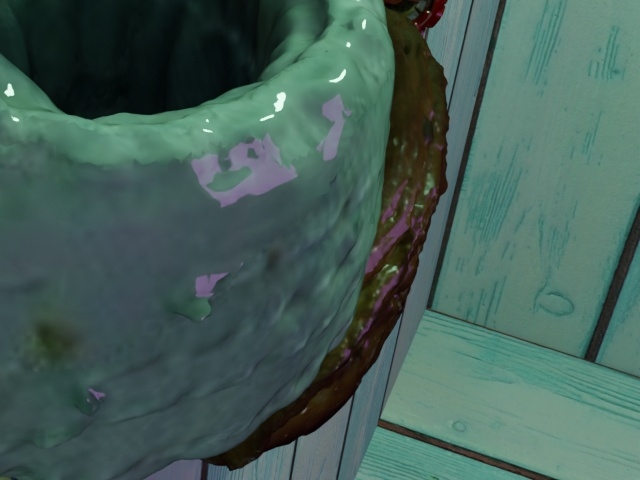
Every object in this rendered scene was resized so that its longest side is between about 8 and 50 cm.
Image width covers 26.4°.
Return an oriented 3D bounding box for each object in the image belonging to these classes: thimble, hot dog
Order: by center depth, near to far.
[{"bbox_3d":[-0.077,-0.038,0.491,0.250,0.204,0.172,-69,171,-53],"label":"thimble"},{"bbox_3d":[0.000,0.000,1.083,0.267,0.174,0.388,81,27,-74],"label":"hot dog"}]

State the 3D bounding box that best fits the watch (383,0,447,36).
[{"bbox_3d":[0.089,-0.299,1.343,0.165,0.102,0.268,95,8,-46],"label":"watch"}]

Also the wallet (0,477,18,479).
[{"bbox_3d":[-0.185,0.167,0.744,0.155,0.039,0.110,90,19,-58],"label":"wallet"}]
